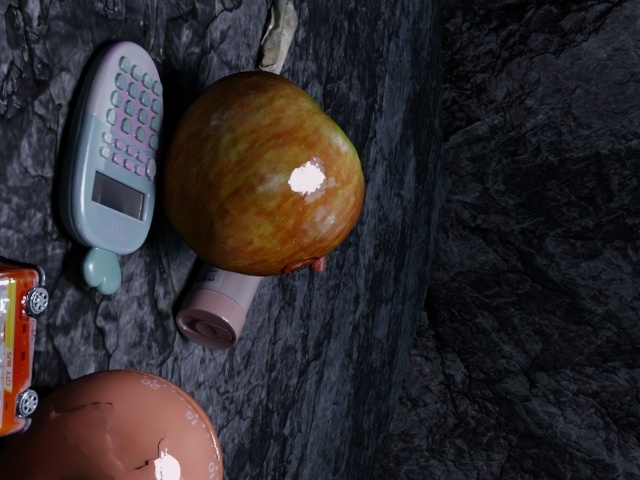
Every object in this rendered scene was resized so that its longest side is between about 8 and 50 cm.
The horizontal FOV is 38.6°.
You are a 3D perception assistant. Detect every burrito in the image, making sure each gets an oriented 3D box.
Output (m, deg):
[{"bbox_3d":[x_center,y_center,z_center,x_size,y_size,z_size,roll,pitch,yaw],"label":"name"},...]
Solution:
[{"bbox_3d":[-0.072,-0.340,1.530,0.055,0.041,0.149,39,59,-56],"label":"burrito"}]

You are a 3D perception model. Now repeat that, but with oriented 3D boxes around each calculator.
[{"bbox_3d":[-0.242,-0.086,1.073,0.185,0.041,0.298,29,69,-73],"label":"calculator"}]

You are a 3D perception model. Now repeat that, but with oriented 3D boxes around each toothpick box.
[{"bbox_3d":[-0.147,0.078,1.382,0.098,0.098,0.149,81,23,-46],"label":"toothpick box"}]

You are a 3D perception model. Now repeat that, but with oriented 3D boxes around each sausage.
[{"bbox_3d":[0.000,0.000,1.972,0.034,0.034,0.129,-25,121,-71],"label":"sausage"}]

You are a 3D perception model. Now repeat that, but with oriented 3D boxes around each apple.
[{"bbox_3d":[-0.087,-0.078,1.232,0.250,0.277,0.309,-46,152,-6],"label":"apple"}]

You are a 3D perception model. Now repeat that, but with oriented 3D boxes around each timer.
[{"bbox_3d":[-0.222,0.253,0.979,0.215,0.230,0.229,-1,99,-75],"label":"timer"}]

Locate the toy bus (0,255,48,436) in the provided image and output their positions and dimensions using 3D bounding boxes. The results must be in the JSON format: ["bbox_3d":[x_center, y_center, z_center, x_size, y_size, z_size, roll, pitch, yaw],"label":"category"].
[{"bbox_3d":[-0.315,0.104,0.863,0.077,0.079,0.174,-4,103,-65],"label":"toy bus"}]
